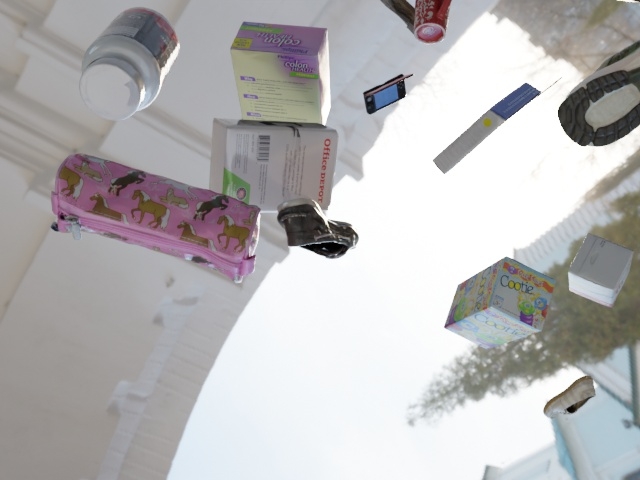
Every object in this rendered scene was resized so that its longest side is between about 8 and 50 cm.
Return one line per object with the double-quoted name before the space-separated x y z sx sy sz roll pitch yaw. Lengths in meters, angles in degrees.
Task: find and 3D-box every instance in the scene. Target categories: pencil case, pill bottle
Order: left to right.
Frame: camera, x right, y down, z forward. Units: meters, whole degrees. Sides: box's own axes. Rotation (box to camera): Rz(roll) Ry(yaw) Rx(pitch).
"pill bottle" -0.441 -0.406 1.463 0.176 0.176 0.319 32 -148 -20
"pencil case" -0.301 -0.041 1.201 0.385 0.160 0.167 15 -107 -10

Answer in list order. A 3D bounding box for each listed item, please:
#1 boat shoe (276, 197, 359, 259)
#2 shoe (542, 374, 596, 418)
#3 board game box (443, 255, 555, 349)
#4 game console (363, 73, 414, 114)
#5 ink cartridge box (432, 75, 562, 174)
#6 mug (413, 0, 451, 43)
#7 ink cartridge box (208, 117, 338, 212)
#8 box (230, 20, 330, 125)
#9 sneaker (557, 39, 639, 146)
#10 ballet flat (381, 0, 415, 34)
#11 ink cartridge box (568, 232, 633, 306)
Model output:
"boat shoe" 0.000 0.000 1.374 0.335 0.112 0.096 29 -128 -64
"shoe" 0.706 0.460 1.801 0.076 0.219 0.058 -4 -128 -23
"board game box" 0.451 0.167 1.627 0.144 0.275 0.142 26 -113 -3
"game console" 0.212 -0.444 1.934 0.085 0.144 0.124 54 167 43
"ink cartridge box" 0.480 -0.335 1.734 0.072 0.307 0.303 49 -137 5
"mug" 0.320 -0.669 1.808 0.113 0.150 0.169 8 -110 4
"ink cartridge box" -0.111 -0.174 1.480 0.272 0.199 0.114 -2 -160 -27
"box" -0.092 -0.403 1.586 0.213 0.243 0.117 7 -127 9
"sneaker" 0.632 -0.340 1.175 0.158 0.410 0.182 53 -152 -16
"ballet flat" 0.246 -0.733 1.957 0.250 0.058 0.084 44 179 -8
"ink cartridge box" 0.774 0.084 1.758 0.127 0.128 0.176 26 171 30
